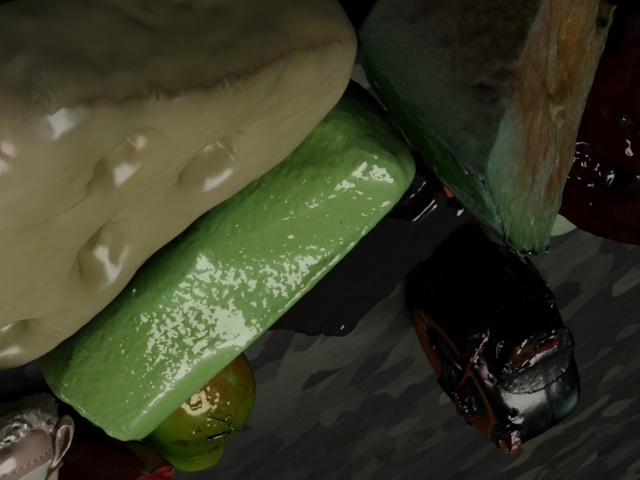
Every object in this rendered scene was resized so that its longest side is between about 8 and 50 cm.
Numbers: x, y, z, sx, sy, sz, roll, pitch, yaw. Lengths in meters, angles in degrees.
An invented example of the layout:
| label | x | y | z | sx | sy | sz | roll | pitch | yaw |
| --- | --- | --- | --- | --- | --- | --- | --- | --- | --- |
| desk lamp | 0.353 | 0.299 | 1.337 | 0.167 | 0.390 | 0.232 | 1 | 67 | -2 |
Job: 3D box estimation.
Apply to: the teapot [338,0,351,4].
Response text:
| label | x | y | z | sx | sy | sz | roll | pitch | yaw |
| --- | --- | --- | --- | --- | --- | --- | --- | --- | --- |
| teapot | 0.022 | -0.199 | 1.337 | 0.100 | 0.045 | 0.068 | -24 | -179 | 15 |

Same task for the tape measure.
| label | x | y | z | sx | sy | sz | roll | pitch | yaw |
| --- | --- | --- | --- | --- | --- | --- | --- | --- | --- |
| tape measure | 0.178 | 0.109 | 1.904 | 0.135 | 0.202 | 0.223 | -28 | 140 | -13 |

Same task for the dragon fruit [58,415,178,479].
| label | x | y | z | sx | sy | sz | roll | pitch | yaw |
| --- | --- | --- | --- | --- | --- | --- | --- | --- | --- |
| dragon fruit | -0.277 | 0.292 | 1.630 | 0.305 | 0.225 | 0.305 | -52 | 153 | -41 |

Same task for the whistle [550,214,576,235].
| label | x | y | z | sx | sy | sz | roll | pitch | yaw |
| --- | --- | --- | --- | --- | --- | --- | --- | --- | --- |
| whistle | 0.229 | -0.044 | 1.868 | 0.198 | 0.057 | 0.104 | -4 | 140 | -51 |

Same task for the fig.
| label | x | y | z | sx | sy | sz | roll | pitch | yaw |
| --- | --- | --- | --- | --- | --- | --- | --- | --- | --- |
| fig | 0.263 | -0.109 | 1.604 | 0.224 | 0.224 | 0.263 | -45 | 161 | 19 |

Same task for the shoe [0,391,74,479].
| label | x | y | z | sx | sy | sz | roll | pitch | yaw |
| --- | --- | --- | --- | --- | --- | --- | --- | --- | --- |
| shoe | -0.344 | 0.175 | 1.333 | 0.172 | 0.351 | 0.198 | -121 | -138 | -82 |

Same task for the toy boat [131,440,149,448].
| label | x | y | z | sx | sy | sz | roll | pitch | yaw |
| --- | --- | --- | --- | --- | --- | --- | --- | --- | --- |
| toy boat | -0.207 | 0.246 | 1.824 | 0.141 | 0.055 | 0.060 | -47 | 160 | 25 |

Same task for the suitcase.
| label | x | y | z | sx | sy | sz | roll | pitch | yaw |
| --- | --- | --- | --- | --- | --- | --- | --- | --- | --- |
| suitcase | 0.000 | 0.000 | 1.637 | 0.206 | 0.066 | 0.285 | -45 | 155 | 19 |

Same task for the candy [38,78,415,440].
| label | x | y | z | sx | sy | sz | roll | pitch | yaw |
| --- | --- | --- | --- | --- | --- | --- | --- | --- | --- |
| candy | -0.080 | 0.011 | 1.447 | 0.343 | 0.132 | 0.142 | -43 | -170 | 19 |

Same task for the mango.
| label | x | y | z | sx | sy | sz | roll | pitch | yaw |
| --- | --- | --- | --- | --- | --- | --- | --- | --- | --- |
| mango | -0.120 | 0.143 | 1.670 | 0.111 | 0.125 | 0.233 | -55 | 156 | -24 |

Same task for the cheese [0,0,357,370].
| label | x | y | z | sx | sy | sz | roll | pitch | yaw |
| --- | --- | --- | --- | --- | --- | --- | --- | --- | --- |
| cheese | -0.136 | -0.056 | 1.283 | 0.328 | 0.129 | 0.351 | -23 | 157 | -36 |

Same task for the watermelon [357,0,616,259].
| label | x | y | z | sx | sy | sz | roll | pitch | yaw |
| --- | --- | --- | --- | --- | --- | --- | --- | --- | --- |
| watermelon | 0.128 | -0.147 | 1.400 | 0.264 | 0.151 | 0.302 | 32 | 76 | -71 |
